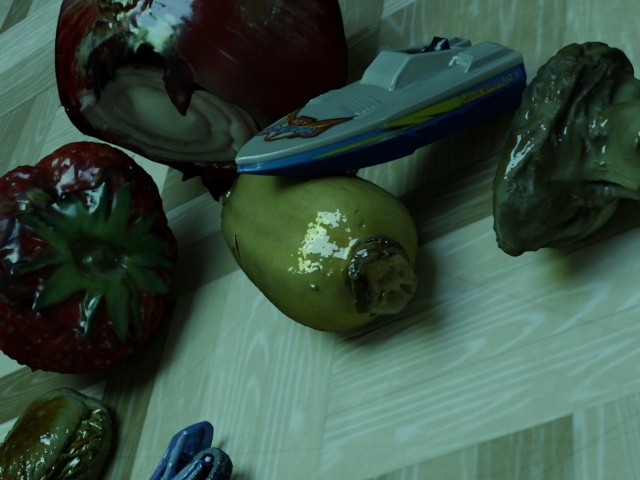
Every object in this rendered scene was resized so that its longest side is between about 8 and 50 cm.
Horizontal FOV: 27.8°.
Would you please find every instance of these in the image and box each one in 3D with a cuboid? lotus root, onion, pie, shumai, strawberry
[{"bbox_3d":[0.000,0.003,1.213,0.146,0.131,0.303,-62,33,2],"label":"lotus root"},{"bbox_3d":[-0.138,-0.229,1.459,0.341,0.341,0.341,-30,35,24],"label":"onion"},{"bbox_3d":[-0.302,0.238,1.356,0.163,0.079,0.193,-4,50,52],"label":"pie"},{"bbox_3d":[0.228,-0.068,1.041,0.153,0.161,0.209,10,36,29],"label":"shumai"},{"bbox_3d":[-0.289,0.025,1.443,0.250,0.238,0.288,-28,12,-33],"label":"strawberry"}]

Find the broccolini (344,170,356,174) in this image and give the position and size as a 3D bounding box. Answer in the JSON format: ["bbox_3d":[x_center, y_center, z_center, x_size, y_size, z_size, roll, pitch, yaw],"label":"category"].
[{"bbox_3d":[0.062,-0.114,1.362,0.194,0.054,0.052,-42,13,3],"label":"broccolini"}]

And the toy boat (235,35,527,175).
[{"bbox_3d":[0.048,-0.122,1.218,0.295,0.088,0.129,-25,24,-23],"label":"toy boat"}]

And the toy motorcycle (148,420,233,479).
[{"bbox_3d":[-0.161,0.257,1.177,0.205,0.076,0.114,-46,25,-2],"label":"toy motorcycle"}]
